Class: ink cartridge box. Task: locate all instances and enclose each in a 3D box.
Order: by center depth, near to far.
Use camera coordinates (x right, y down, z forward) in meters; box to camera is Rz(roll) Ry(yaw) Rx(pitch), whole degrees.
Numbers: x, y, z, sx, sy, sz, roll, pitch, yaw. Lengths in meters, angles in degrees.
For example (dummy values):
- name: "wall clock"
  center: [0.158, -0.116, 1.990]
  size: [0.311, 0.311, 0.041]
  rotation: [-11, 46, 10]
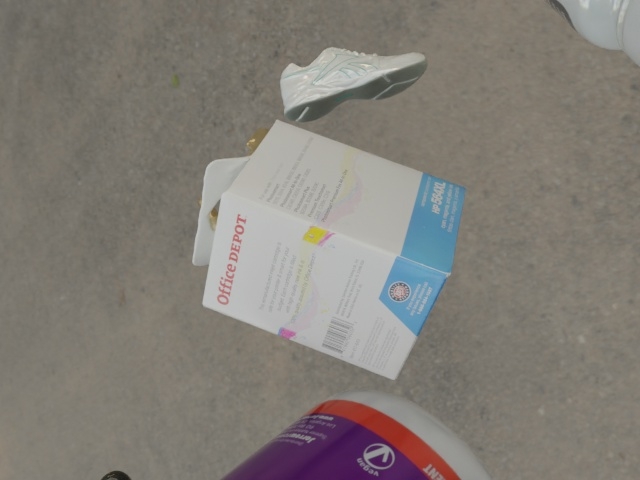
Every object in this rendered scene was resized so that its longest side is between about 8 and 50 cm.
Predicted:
- name: "ink cartridge box"
  center: [0.000, 0.000, 0.409]
  size: [0.143, 0.090, 0.092]
  rotation: [22, 130, 3]

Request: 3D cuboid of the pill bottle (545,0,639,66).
- name: "pill bottle"
  center: [0.324, -0.341, 0.750]
  size: [0.204, 0.204, 0.361]
  rotation: [-56, 46, 35]

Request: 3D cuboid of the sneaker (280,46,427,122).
- name: "sneaker"
  center: [0.031, -0.169, 0.686]
  size: [0.152, 0.054, 0.061]
  rotation: [-15, 73, 2]

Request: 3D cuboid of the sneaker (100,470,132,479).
- name: "sneaker"
  center: [-0.224, 0.305, 0.668]
  size: [0.089, 0.051, 0.170]
  rotation: [87, -171, -59]

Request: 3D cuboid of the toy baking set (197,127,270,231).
- name: "toy baking set"
  center: [-0.060, -0.038, 0.923]
  size: [0.256, 0.197, 0.030]
  rotation: [51, 153, 23]

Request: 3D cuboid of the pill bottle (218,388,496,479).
- name: "pill bottle"
  center: [-0.039, 0.235, 0.379]
  size: [0.181, 0.323, 0.181]
  rotation: [27, 131, 35]
